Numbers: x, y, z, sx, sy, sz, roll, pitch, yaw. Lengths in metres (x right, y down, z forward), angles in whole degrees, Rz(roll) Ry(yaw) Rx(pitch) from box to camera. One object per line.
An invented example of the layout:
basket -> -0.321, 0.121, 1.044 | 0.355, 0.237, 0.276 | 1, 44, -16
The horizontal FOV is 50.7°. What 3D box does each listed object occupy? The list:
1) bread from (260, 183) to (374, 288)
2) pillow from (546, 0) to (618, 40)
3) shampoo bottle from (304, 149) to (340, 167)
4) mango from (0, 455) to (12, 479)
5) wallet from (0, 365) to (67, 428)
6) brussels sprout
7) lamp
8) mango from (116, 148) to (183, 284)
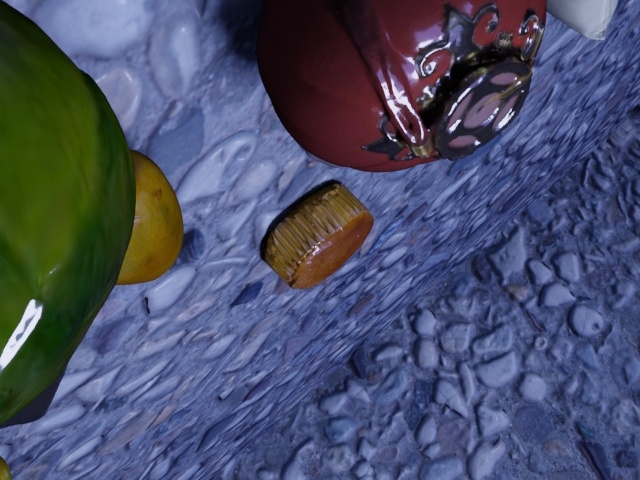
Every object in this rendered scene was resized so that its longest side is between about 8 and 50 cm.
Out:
bread -> 0.000, 0.000, 1.172 | 0.199, 0.104, 0.199 | -39, 162, -15
pillow -> 0.223, -0.327, 0.740 | 0.078, 0.254, 0.144 | -46, 156, 13
shampoo bottle -> 0.014, -0.150, 0.990 | 0.080, 0.040, 0.165 | -47, 161, 14
mango -> -0.469, 0.329, 0.871 | 0.125, 0.111, 0.233 | -8, 167, -34
wallet -> -0.468, 0.206, 0.752 | 0.378, 0.051, 0.197 | -16, 149, -50
brussels sprout -> -0.260, -0.008, 0.381 | 0.355, 0.282, 0.289 | -30, -141, 62
lamp -> 0.084, -0.205, 0.679 | 0.303, 0.257, 0.303 | -28, 152, -16
mango -> -0.215, -0.011, 0.723 | 0.138, 0.113, 0.253 | -43, 168, -16
